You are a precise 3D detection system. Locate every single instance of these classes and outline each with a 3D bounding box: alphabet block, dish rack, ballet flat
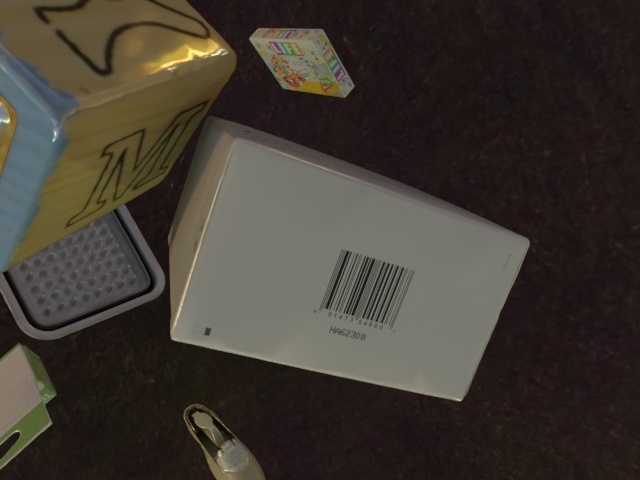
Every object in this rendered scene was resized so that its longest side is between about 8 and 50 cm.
[{"bbox_3d":[-0.223,-0.128,0.449,0.192,0.193,0.197,48,39,-2],"label":"alphabet block"},{"bbox_3d":[-0.492,0.019,1.063,0.285,0.072,0.333,-23,75,-44],"label":"dish rack"},{"bbox_3d":[-0.204,0.423,1.132,0.086,0.248,0.086,-28,134,-34],"label":"ballet flat"}]

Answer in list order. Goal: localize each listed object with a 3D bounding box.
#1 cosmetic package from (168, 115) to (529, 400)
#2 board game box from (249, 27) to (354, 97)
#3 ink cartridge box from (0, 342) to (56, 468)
[{"bbox_3d":[0.000,0.000,0.464,0.224,0.224,0.138,17,99,-20],"label":"cosmetic package"},{"bbox_3d":[-0.030,-0.271,0.835,0.026,0.154,0.103,-52,133,-14],"label":"board game box"},{"bbox_3d":[-0.489,0.282,0.840,0.171,0.235,0.056,-43,133,-15],"label":"ink cartridge box"}]
